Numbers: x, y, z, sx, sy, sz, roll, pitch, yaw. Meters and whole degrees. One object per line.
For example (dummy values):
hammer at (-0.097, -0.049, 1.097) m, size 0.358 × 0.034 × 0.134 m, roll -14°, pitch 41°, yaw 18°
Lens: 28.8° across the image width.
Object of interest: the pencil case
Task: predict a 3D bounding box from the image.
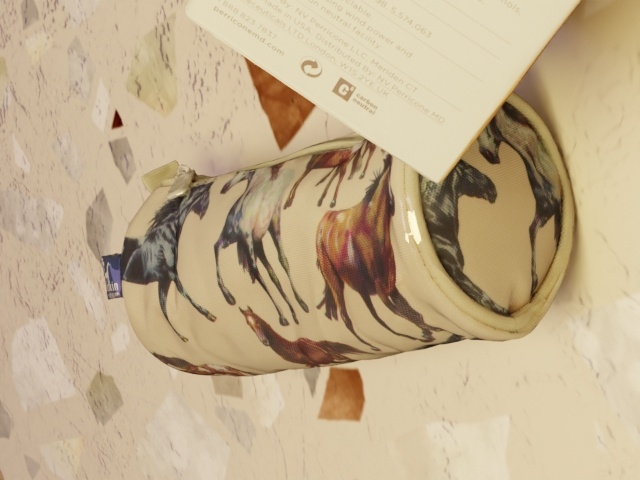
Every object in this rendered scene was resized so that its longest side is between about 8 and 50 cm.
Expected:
pencil case at (0.000, 0.000, 0.901) m, size 0.410 × 0.160 × 0.183 m, roll -14°, pitch 110°, yaw 53°

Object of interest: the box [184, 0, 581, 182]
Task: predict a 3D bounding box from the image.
box at (0.103, -0.233, 0.606) m, size 0.168 × 0.215 × 0.345 m, roll 34°, pitch 136°, yaw -1°
